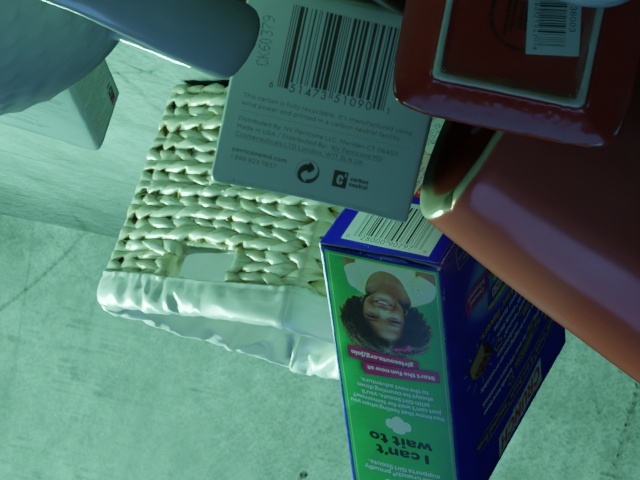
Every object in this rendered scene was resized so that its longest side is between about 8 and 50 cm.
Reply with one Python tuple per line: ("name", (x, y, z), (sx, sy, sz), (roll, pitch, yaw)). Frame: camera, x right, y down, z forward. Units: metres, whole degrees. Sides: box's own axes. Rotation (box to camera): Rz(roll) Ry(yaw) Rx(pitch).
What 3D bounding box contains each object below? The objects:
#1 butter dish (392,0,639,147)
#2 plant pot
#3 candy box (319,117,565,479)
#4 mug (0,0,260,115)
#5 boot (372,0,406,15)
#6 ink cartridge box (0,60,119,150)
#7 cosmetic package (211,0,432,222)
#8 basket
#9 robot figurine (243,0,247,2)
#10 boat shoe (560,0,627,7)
("butter dish", (0.144, -0.156, 1.225), (0.160, 0.160, 0.118), (13, -166, 13))
("plant pot", (0.226, -0.050, 1.377), (0.243, 0.275, 0.275), (26, 169, -9))
("candy box", (0.121, 0.052, 1.651), (0.122, 0.268, 0.317), (11, 133, 25))
("mug", (-0.205, -0.183, 1.035), (0.374, 0.276, 0.328), (25, -179, 22))
("boot", (-0.031, -0.219, 1.249), (0.165, 0.077, 0.213), (4, 162, 45))
("ink cartridge box", (-0.337, -0.180, 1.452), (0.324, 0.071, 0.330), (17, 169, 2))
("cosmetic package", (0.014, -0.117, 1.379), (0.151, 0.151, 0.184), (13, -167, 3))
("basket", (0.000, 0.000, 1.932), (0.331, 0.266, 0.328), (21, 169, -41))
("robot figurine", (-0.199, -0.224, 1.444), (0.291, 0.085, 0.211), (10, 170, 18))
("boat shoe", (0.071, -0.202, 1.065), (0.306, 0.113, 0.105), (15, 173, -9))
